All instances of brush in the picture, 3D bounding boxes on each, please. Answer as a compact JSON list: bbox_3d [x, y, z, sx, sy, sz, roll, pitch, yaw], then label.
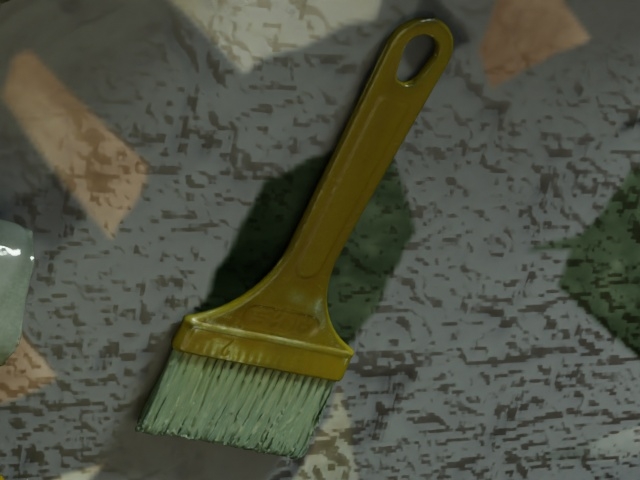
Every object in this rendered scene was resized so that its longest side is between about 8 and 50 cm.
[{"bbox_3d":[0.000,0.000,0.702,0.083,0.011,0.205,14,114,-31],"label":"brush"}]

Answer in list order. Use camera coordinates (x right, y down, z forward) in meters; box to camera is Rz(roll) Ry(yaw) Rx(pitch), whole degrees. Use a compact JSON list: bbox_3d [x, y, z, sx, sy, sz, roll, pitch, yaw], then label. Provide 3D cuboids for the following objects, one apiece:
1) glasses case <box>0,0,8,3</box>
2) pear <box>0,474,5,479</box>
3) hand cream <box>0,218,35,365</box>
[{"bbox_3d":[-0.224,-0.090,0.470,0.308,0.083,0.128,29,84,-37],"label":"glasses case"},{"bbox_3d":[-0.217,0.194,0.543,0.314,0.314,0.314,-13,126,-18],"label":"pear"},{"bbox_3d":[-0.216,-0.007,0.566,0.255,0.048,0.079,15,76,-34],"label":"hand cream"}]
